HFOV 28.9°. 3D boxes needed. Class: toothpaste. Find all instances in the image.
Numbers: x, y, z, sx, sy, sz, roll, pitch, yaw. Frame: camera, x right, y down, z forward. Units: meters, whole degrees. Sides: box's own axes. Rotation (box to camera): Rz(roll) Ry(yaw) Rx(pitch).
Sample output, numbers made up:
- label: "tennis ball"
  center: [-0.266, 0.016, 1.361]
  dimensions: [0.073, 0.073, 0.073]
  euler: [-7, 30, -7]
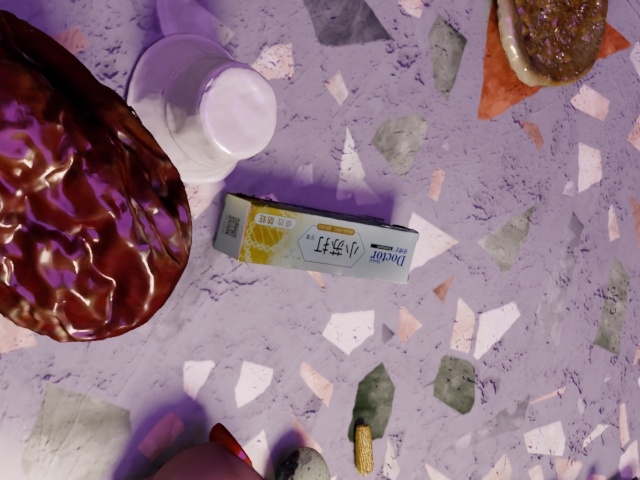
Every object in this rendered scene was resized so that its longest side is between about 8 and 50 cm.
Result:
- label: "toothpaste"
  center: [0.000, 0.000, 1.740]
  dimensions: [0.313, 0.071, 0.089]
  euler: [9, 96, -39]

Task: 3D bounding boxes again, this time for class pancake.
- label: "pancake"
  center: [0.367, -0.373, 1.976]
  dimensions: [0.282, 0.049, 0.282]
  euler: [-10, 105, -40]

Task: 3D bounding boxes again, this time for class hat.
- label: "hat"
  center: [-0.134, -0.165, 1.567]
  dimensions: [0.203, 0.126, 0.203]
  euler: [-4, 98, -35]

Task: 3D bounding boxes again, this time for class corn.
- label: "corn"
  center: [0.067, 0.317, 1.871]
  dimensions: [0.028, 0.027, 0.083]
  euler: [-14, 105, -53]

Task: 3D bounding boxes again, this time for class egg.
- label: "egg"
  center: [-0.026, 0.349, 1.766]
  dimensions: [0.085, 0.085, 0.110]
  euler: [10, 89, -39]

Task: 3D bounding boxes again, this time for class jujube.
- label: "jujube"
  center: [-0.311, -0.065, 1.350]
  dimensions: [0.276, 0.276, 0.377]
  euler: [-46, 122, -23]

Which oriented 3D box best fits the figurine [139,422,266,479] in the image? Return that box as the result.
- label: "figurine"
  center: [-0.147, 0.352, 1.622]
  dimensions: [0.173, 0.173, 0.173]
  euler: [-8, 102, -37]

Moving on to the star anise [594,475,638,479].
- label: "star anise"
  center: [0.476, 0.522, 2.179]
  dimensions: [0.257, 0.110, 0.198]
  euler: [3, 96, -45]
